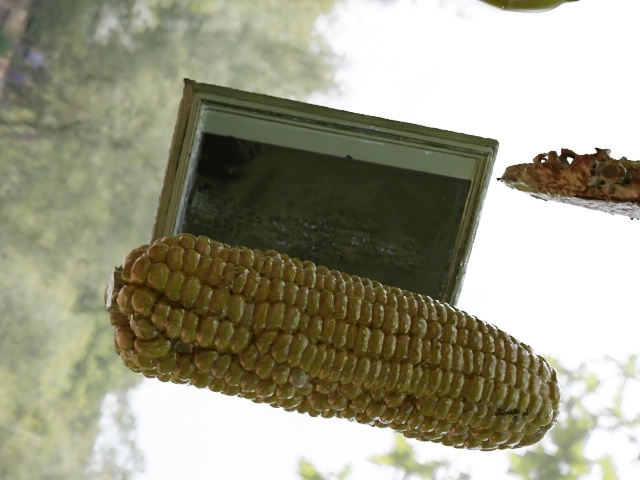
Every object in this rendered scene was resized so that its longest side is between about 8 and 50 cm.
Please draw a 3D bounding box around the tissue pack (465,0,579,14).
[{"bbox_3d":[0.178,-0.279,1.256,0.123,0.127,0.178,-120,-131,-81],"label":"tissue pack"}]

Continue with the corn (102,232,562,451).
[{"bbox_3d":[0.011,0.068,0.900,0.101,0.291,0.101,-162,-90,-77],"label":"corn"}]

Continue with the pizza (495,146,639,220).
[{"bbox_3d":[0.314,-0.063,1.600,0.226,0.147,0.069,11,-93,54],"label":"pizza"}]

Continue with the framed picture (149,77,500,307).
[{"bbox_3d":[0.000,0.000,1.259,0.018,0.293,0.231,-139,-121,-65],"label":"framed picture"}]
